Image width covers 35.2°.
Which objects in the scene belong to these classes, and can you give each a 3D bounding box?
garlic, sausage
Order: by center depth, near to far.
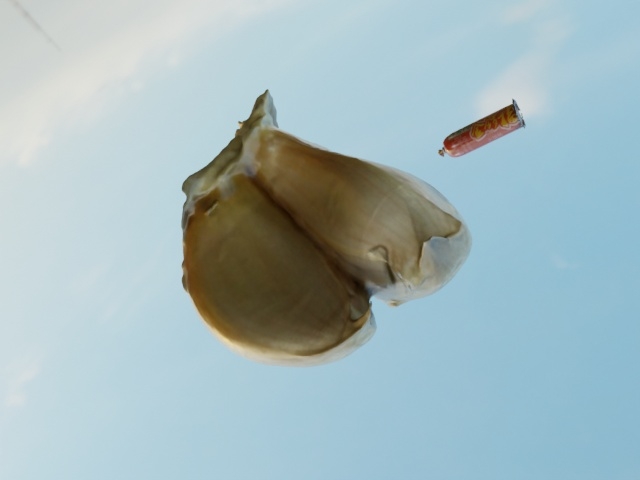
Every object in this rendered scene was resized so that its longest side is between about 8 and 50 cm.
[{"bbox_3d":[0.000,0.000,1.135,0.313,0.249,0.286,35,-123,20],"label":"garlic"},{"bbox_3d":[0.246,-0.168,1.573,0.145,0.050,0.048,-25,-172,25],"label":"sausage"}]
